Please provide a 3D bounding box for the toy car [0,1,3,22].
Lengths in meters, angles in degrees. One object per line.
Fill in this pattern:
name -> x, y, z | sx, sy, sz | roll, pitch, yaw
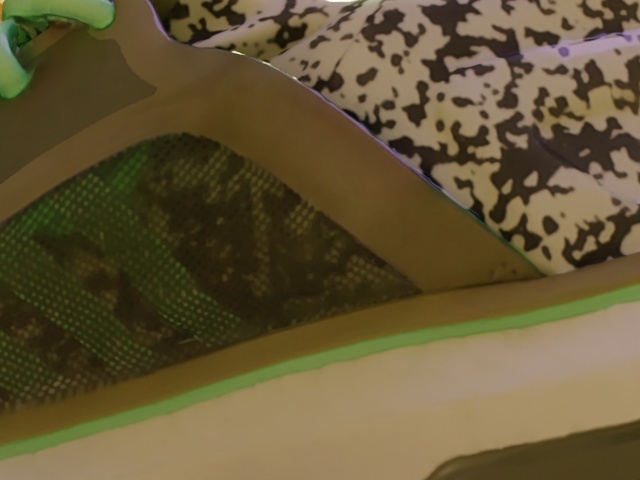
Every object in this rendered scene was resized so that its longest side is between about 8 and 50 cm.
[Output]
toy car -> -0.281, -0.087, 1.006 | 0.219, 0.238, 0.210 | 19, 0, 20

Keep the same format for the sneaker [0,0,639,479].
sneaker -> -0.054, -0.011, 0.406 | 0.410, 0.182, 0.158 | -6, -4, 6
